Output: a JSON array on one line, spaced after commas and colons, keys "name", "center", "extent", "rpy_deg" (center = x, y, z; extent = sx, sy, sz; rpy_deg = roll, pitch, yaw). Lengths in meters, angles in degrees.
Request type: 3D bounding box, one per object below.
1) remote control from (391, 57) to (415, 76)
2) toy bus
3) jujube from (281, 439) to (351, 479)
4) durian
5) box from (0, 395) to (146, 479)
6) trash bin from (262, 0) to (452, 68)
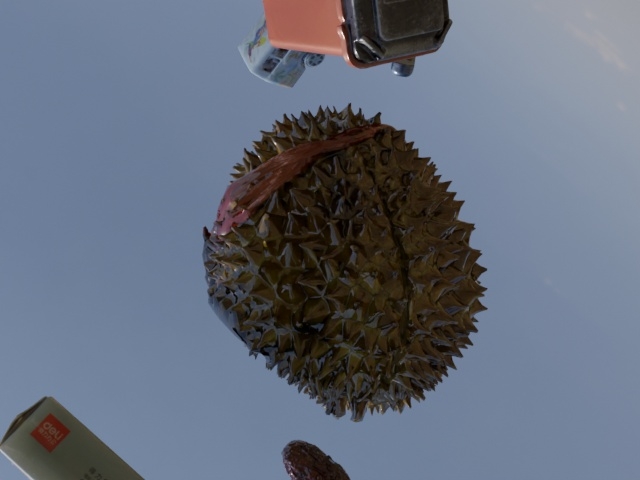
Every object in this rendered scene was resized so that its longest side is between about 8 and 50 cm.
[{"name": "remote control", "center": [0.140, -0.309, 1.521], "extent": [0.043, 0.027, 0.152], "rpy_deg": [7, -153, 4]}, {"name": "toy bus", "center": [-0.016, -0.440, 1.691], "extent": [0.136, 0.330, 0.109], "rpy_deg": [4, -130, -46]}, {"name": "jujube", "center": [-0.010, 0.465, 1.760], "extent": [0.166, 0.104, 0.104], "rpy_deg": [39, -155, 6]}, {"name": "durian", "center": [0.025, 0.022, 1.043], "extent": [0.347, 0.347, 0.385], "rpy_deg": [18, -122, -40]}, {"name": "box", "center": [-0.235, 0.290, 0.991], "extent": [0.269, 0.135, 0.079], "rpy_deg": [43, -113, -1]}, {"name": "trash bin", "center": [0.032, -0.318, 1.107], "extent": [0.161, 0.185, 0.238], "rpy_deg": [-19, -158, -32]}]
